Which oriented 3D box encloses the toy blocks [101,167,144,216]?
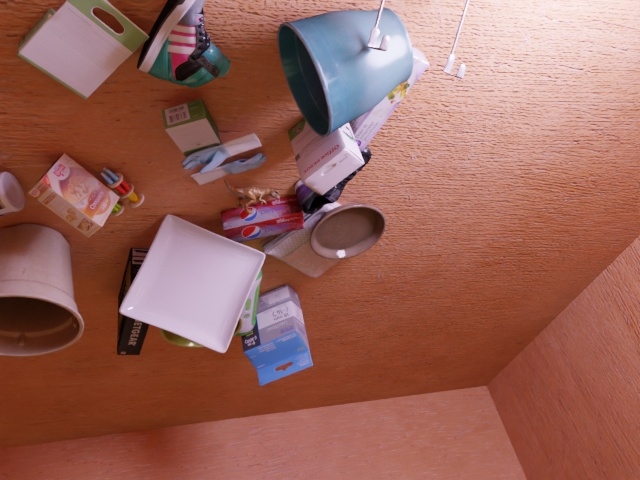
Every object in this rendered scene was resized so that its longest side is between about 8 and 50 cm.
[{"bbox_3d":[-0.606,-0.143,1.508,0.123,0.054,0.148,-23,142,9],"label":"toy blocks"}]

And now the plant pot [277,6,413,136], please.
[{"bbox_3d":[0.070,-0.422,1.240,0.255,0.272,0.272,-25,144,-10],"label":"plant pot"}]

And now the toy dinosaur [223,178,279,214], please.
[{"bbox_3d":[-0.234,-0.147,1.643,0.211,0.064,0.112,3,122,-36],"label":"toy dinosaur"}]

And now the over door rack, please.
[{"bbox_3d":[0.226,-0.546,1.151,0.239,0.108,0.324,7,96,-27],"label":"over door rack"}]

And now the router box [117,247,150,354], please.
[{"bbox_3d":[-0.639,0.214,1.793,0.081,0.243,0.309,6,137,-26],"label":"router box"}]

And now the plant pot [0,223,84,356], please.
[{"bbox_3d":[-0.876,0.131,1.552,0.333,0.305,0.334,-9,142,-7],"label":"plant pot"}]

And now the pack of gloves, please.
[{"bbox_3d":[-0.268,-0.214,1.493,0.232,0.046,0.195,-18,163,3],"label":"pack of gloves"}]

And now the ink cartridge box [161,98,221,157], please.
[{"bbox_3d":[-0.333,-0.286,1.395,0.109,0.062,0.209,-16,163,0],"label":"ink cartridge box"}]

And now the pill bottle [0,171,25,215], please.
[{"bbox_3d":[-0.913,-0.109,1.396,0.186,0.112,0.112,-15,143,-1],"label":"pill bottle"}]

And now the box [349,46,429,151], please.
[{"bbox_3d":[0.174,-0.391,1.458,0.063,0.067,0.324,13,135,-31],"label":"box"}]

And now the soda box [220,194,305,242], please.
[{"bbox_3d":[-0.189,-0.068,1.724,0.263,0.083,0.092,-13,143,-4],"label":"soda box"}]

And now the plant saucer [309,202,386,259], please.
[{"bbox_3d":[0.093,-0.035,1.818,0.277,0.041,0.278,-12,142,-10],"label":"plant saucer"}]

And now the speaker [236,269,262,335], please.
[{"bbox_3d":[-0.294,0.218,1.968,0.131,0.131,0.297,-1,125,-18],"label":"speaker"}]

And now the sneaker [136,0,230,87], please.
[{"bbox_3d":[-0.271,-0.455,1.171,0.178,0.124,0.295,22,137,-32],"label":"sneaker"}]

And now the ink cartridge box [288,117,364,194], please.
[{"bbox_3d":[0.011,-0.259,1.441,0.160,0.219,0.092,-35,138,24],"label":"ink cartridge box"}]

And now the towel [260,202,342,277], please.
[{"bbox_3d":[0.000,0.000,1.904,0.332,0.053,0.317,-36,138,26],"label":"towel"}]

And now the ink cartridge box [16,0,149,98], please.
[{"bbox_3d":[-0.524,-0.444,1.156,0.235,0.056,0.171,-34,139,20],"label":"ink cartridge box"}]

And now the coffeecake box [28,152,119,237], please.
[{"bbox_3d":[-0.657,-0.122,1.400,0.068,0.142,0.185,-32,121,25],"label":"coffeecake box"}]

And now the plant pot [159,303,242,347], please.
[{"bbox_3d":[-0.426,0.200,1.840,0.276,0.254,0.276,-9,142,-7],"label":"plant pot"}]

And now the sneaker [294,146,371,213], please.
[{"bbox_3d":[0.052,-0.179,1.634,0.283,0.124,0.107,-34,140,22],"label":"sneaker"}]

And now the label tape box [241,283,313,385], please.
[{"bbox_3d":[-0.186,0.370,2.072,0.240,0.334,0.106,-24,142,11],"label":"label tape box"}]

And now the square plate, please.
[{"bbox_3d":[-0.396,0.135,1.648,0.347,0.344,0.049,23,162,-5],"label":"square plate"}]
